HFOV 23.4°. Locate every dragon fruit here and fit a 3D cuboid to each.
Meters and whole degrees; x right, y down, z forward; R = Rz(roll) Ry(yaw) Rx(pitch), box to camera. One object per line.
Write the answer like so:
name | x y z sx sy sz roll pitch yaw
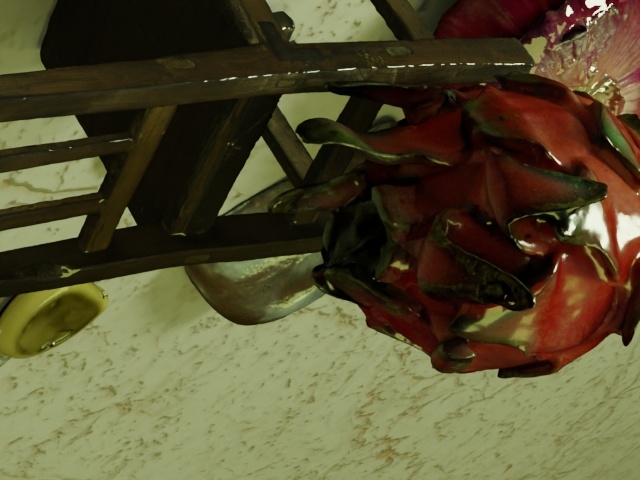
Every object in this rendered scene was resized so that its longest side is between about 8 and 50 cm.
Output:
dragon fruit | 0.096 -0.009 0.924 0.274 0.192 0.193 -7 151 -19

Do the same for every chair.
chair | -0.112 -0.119 0.989 0.416 0.240 0.203 -7 144 -37

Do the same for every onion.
onion | 0.190 -0.149 1.357 0.248 0.161 0.248 -35 153 -21

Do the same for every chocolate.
chocolate | 0.000 0.001 1.487 0.254 0.080 0.157 -32 155 -3

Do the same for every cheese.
cheese | -0.269 0.085 1.375 0.162 0.036 0.086 -37 153 6

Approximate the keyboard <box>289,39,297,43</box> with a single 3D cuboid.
keyboard | -0.093 -0.107 1.266 0.176 0.014 0.055 -29 154 -9
